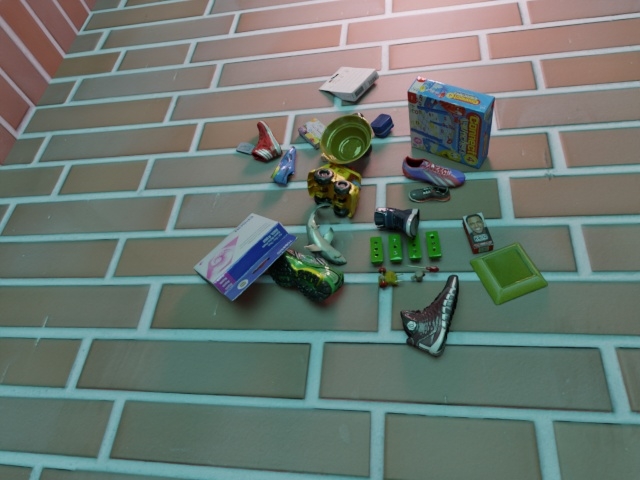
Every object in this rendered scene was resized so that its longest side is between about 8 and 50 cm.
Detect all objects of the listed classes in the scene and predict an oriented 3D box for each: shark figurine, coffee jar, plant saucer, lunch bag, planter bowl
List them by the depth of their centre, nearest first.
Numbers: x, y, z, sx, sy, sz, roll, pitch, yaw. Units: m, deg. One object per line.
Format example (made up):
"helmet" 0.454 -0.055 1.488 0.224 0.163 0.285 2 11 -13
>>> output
"plant saucer" 0.631 0.098 1.599 0.188 0.045 0.188 -21 55 -1
"shark figurine" -0.022 -0.019 1.799 0.167 0.116 0.278 -4 62 -27
"planter bowl" 0.114 -0.387 1.912 0.218 0.090 0.216 -7 71 20
"coffee jar" 0.166 -0.450 2.030 0.079 0.096 0.184 -17 55 12
"lunch bag" 0.270 -0.497 2.057 0.098 0.065 0.067 -45 44 -15

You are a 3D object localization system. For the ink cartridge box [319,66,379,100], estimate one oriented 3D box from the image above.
"ink cartridge box" 0.134 -0.750 2.272 0.189 0.066 0.232 -48 39 -18

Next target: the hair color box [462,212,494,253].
"hair color box" 0.560 -0.026 1.697 0.072 0.043 0.141 -13 55 6

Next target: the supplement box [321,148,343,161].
"supplement box" 0.056 -0.377 2.045 0.099 0.036 0.062 -2 58 11

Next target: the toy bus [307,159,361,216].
"toy bus" 0.089 -0.223 1.890 0.220 0.149 0.211 32 54 26

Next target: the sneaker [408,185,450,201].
"sneaker" 0.417 -0.189 1.822 0.158 0.064 0.061 -1 58 12

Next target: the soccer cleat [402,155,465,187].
"soccer cleat" 0.437 -0.271 1.852 0.248 0.095 0.083 15 63 22

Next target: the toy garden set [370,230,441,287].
"toy garden set" 0.305 0.072 1.694 0.245 0.049 0.203 -5 55 9

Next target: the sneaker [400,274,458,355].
"sneaker" 0.349 0.222 1.553 0.163 0.106 0.281 12 62 23

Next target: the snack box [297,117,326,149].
"snack box" -0.022 -0.479 2.128 0.100 0.037 0.141 -35 57 -12

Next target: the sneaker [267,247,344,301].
"sneaker" -0.064 0.110 1.728 0.344 0.134 0.146 29 32 34

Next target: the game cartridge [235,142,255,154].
"game cartridge" -0.341 -0.422 2.180 0.083 0.017 0.055 18 67 23

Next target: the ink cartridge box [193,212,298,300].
"ink cartridge box" -0.285 0.045 1.748 0.324 0.071 0.330 -45 29 -17

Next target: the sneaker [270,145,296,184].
"sneaker" -0.139 -0.319 2.046 0.082 0.069 0.209 30 54 -8

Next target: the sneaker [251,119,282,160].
"sneaker" -0.270 -0.445 2.137 0.128 0.087 0.221 -28 55 -7

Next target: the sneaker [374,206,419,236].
"sneaker" 0.269 -0.067 1.717 0.164 0.086 0.226 3 14 14

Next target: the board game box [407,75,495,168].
"board game box" 0.493 -0.447 1.825 0.302 0.308 0.086 26 68 27
